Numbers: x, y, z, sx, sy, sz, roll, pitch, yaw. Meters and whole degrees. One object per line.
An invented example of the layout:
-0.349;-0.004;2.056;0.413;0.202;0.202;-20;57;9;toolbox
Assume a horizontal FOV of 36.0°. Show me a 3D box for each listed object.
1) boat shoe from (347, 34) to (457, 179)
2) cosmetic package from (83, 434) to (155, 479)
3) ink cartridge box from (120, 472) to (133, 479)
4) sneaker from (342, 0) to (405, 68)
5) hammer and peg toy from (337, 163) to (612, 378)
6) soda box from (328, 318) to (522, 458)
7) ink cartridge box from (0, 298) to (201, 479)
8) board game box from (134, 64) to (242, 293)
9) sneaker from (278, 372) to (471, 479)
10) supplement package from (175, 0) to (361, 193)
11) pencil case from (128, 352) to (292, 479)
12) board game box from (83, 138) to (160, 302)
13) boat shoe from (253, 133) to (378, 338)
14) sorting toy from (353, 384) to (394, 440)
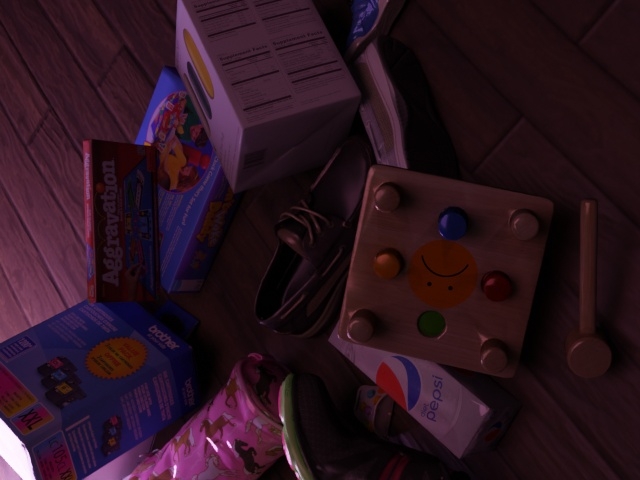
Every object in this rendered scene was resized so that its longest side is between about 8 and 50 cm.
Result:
0.117;-0.156;1.491;0.103;0.118;0.320;-34;64;41;boat shoe
-0.469;0.339;1.906;0.296;0.153;0.129;28;105;36;cosmetic package
-0.320;0.519;1.818;0.127;0.072;0.175;-35;66;33;ink cartridge box
0.067;-0.354;1.579;0.084;0.058;0.152;47;117;34;sneaker
0.220;0.046;1.332;0.361;0.127;0.266;11;101;7;hammer and peg toy
0.148;0.191;1.445;0.286;0.098;0.091;39;111;34;soda box
-0.400;0.244;1.757;0.270;0.395;0.151;30;135;39;ink cartridge box
-0.254;-0.110;1.800;0.233;0.078;0.347;39;113;34;board game box
0.109;0.375;1.423;0.202;0.185;0.483;-37;67;-8;sneaker
-0.091;-0.254;1.556;0.199;0.198;0.263;109;139;-63;supplement package
-0.177;0.355;1.663;0.167;0.160;0.386;41;117;-6;pencil case
-0.348;-0.032;1.732;0.027;0.145;0.281;-5;86;41;board game box
0.000;0.000;1.558;0.132;0.130;0.355;31;106;37;boat shoe
0.078;0.261;1.540;0.075;0.045;0.083;17;98;58;sorting toy
